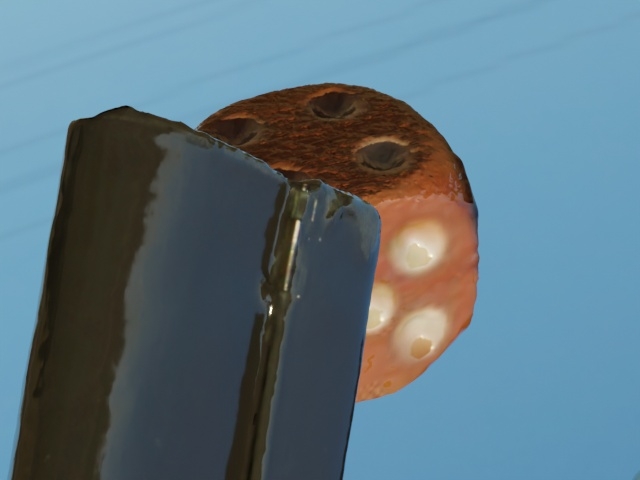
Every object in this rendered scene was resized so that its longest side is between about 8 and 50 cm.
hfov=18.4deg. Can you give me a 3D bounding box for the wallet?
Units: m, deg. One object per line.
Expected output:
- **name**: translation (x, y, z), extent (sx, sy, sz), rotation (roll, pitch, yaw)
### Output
- **wallet**: translation (-0.070, 0.156, 0.981), extent (0.062, 0.406, 0.228), rotation (1, 167, 41)

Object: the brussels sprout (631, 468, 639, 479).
- **brussels sprout**: translation (0.391, 0.306, 1.733), extent (0.315, 0.371, 0.276), rotation (17, -152, 37)

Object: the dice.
- **dice**: translation (0.000, 0.000, 1.390), extent (0.179, 0.175, 0.174), rotation (-19, -143, -19)
